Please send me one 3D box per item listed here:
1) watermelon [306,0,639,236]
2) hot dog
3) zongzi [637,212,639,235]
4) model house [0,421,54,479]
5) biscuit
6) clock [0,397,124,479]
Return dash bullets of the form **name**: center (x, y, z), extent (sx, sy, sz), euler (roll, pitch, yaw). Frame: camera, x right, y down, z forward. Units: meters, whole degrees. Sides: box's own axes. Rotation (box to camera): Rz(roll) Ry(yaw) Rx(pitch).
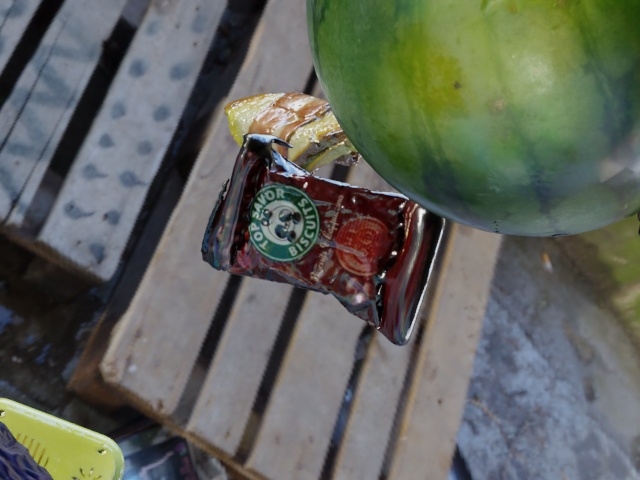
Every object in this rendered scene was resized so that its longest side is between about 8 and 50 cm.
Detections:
- **watermelon**: center (0.114, -0.122, 0.567), extent (0.242, 0.242, 0.242), euler (18, 62, -37)
- **hot dog**: center (-0.027, -0.137, 1.417), extent (0.123, 0.261, 0.093), euler (-40, 130, -22)
- **zongzi**: center (0.304, -0.062, 0.786), extent (0.289, 0.123, 0.260), euler (31, 59, -65)
- **model house**: center (-0.223, 0.179, 0.374), extent (0.284, 0.243, 0.299), euler (4, 83, 1)
- **biscuit**: center (0.003, -0.006, 1.045), extent (0.235, 0.151, 0.063), euler (21, 9, 8)
- **clock**: center (-0.257, 0.244, 0.858), extent (0.143, 0.096, 0.202), euler (23, 69, -6)
